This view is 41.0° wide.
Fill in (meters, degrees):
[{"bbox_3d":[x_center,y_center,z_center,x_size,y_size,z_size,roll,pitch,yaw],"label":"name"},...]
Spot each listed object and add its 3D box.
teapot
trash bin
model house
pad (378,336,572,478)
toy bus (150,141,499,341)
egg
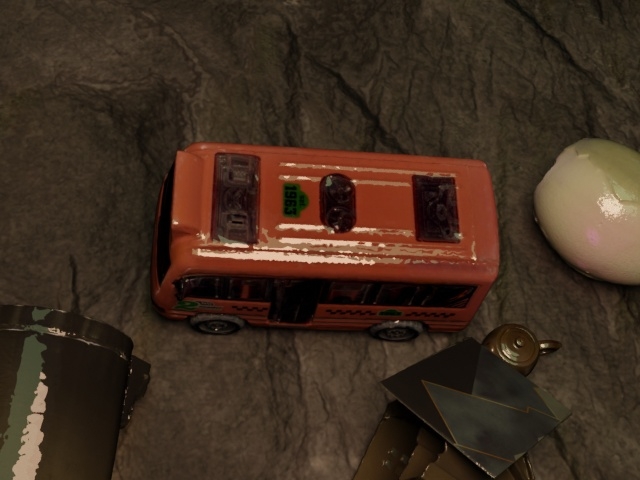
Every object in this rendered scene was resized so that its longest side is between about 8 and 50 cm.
[{"bbox_3d":[0.265,0.147,1.149,0.121,0.068,0.076,-2,64,-9],"label":"teapot"},{"bbox_3d":[-0.327,0.246,0.943,0.252,0.203,0.301,23,58,-35],"label":"trash bin"},{"bbox_3d":[0.182,0.315,0.999,0.243,0.204,0.211,34,63,-10],"label":"model house"},{"bbox_3d":[0.188,0.184,0.998,0.164,0.004,0.243,37,25,25],"label":"pad"},{"bbox_3d":[0.000,0.000,1.092,0.427,0.233,0.203,3,64,-8],"label":"toy bus"},{"bbox_3d":[0.411,-0.032,1.193,0.183,0.183,0.217,-38,65,-23],"label":"egg"}]
